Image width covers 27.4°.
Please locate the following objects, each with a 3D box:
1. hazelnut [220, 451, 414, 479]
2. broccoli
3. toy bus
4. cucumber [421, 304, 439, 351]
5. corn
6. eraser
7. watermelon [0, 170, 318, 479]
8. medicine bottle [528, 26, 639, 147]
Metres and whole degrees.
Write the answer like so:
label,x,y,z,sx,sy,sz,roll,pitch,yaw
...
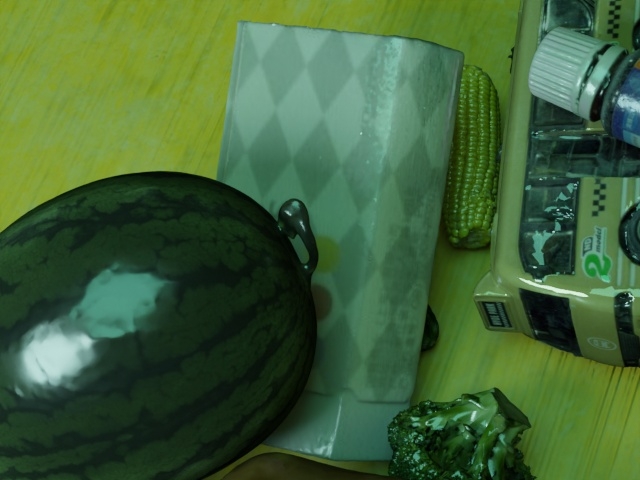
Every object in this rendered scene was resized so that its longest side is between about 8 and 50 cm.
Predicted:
label,x,y,z,sx,sy,sz,roll,pitch,yaw
hazelnut,-0.005,0.358,1.063,0.372,0.315,0.373,0,94,5
broccoli,0.129,0.200,1.190,0.145,0.162,0.138,39,104,-3
toy bus,0.268,-0.068,1.257,0.201,0.177,0.365,1,64,18
cucumber,0.021,0.033,1.325,0.241,0.074,0.074,36,79,23
corn,0.153,-0.089,1.350,0.067,0.067,0.206,-4,65,12
eraser,0.000,-0.001,1.252,0.213,0.082,0.397,10,93,26
watermelon,-0.156,0.080,1.125,0.359,0.279,0.279,-22,63,9
medicine bottle,0.281,-0.122,1.131,0.203,0.083,0.083,27,75,28
